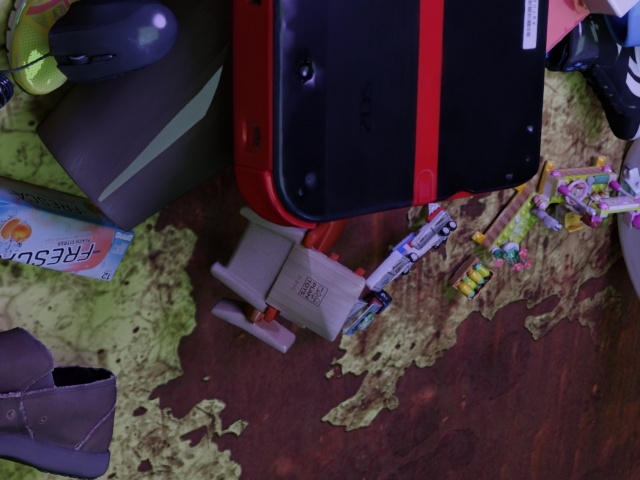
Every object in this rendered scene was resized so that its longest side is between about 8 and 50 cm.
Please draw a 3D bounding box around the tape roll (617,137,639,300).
[{"bbox_3d":[0.517,0.010,1.698,0.072,0.392,0.392,-19,131,-25],"label":"tape roll"}]

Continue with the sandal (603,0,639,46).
[{"bbox_3d":[0.362,-0.261,1.498,0.317,0.126,0.138,38,85,-16],"label":"sandal"}]

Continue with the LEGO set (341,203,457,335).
[{"bbox_3d":[0.074,0.028,1.552,0.182,0.060,0.244,-46,170,4],"label":"LEGO set"}]

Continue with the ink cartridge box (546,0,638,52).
[{"bbox_3d":[0.204,-0.333,1.340,0.261,0.066,0.296,-42,112,-5],"label":"ink cartridge box"}]

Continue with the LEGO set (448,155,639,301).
[{"bbox_3d":[0.296,-0.013,1.703,0.287,0.107,0.132,-26,129,-16],"label":"LEGO set"}]

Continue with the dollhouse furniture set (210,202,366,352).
[{"bbox_3d":[0.000,0.000,1.383,0.262,0.135,0.259,-62,174,22],"label":"dollhouse furniture set"}]

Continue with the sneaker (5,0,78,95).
[{"bbox_3d":[-0.193,-0.206,1.194,0.081,0.094,0.208,26,105,-48],"label":"sneaker"}]

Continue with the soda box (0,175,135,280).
[{"bbox_3d":[-0.269,-0.015,1.304,0.183,0.063,0.058,15,111,-43],"label":"soda box"}]

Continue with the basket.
[{"bbox_3d":[-0.132,-0.127,1.267,0.227,0.154,0.204,-41,133,0],"label":"basket"}]

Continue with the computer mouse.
[{"bbox_3d":[-0.234,-0.149,1.168,0.242,0.041,0.071,-17,130,12],"label":"computer mouse"}]

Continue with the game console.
[{"bbox_3d":[0.073,-0.213,1.228,0.342,0.060,0.387,-13,112,-37],"label":"game console"}]

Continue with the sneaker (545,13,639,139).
[{"bbox_3d":[0.315,-0.199,1.615,0.121,0.079,0.217,-24,125,-17],"label":"sneaker"}]

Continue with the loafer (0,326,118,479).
[{"bbox_3d":[-0.335,0.139,1.346,0.366,0.134,0.130,27,80,-56],"label":"loafer"}]
